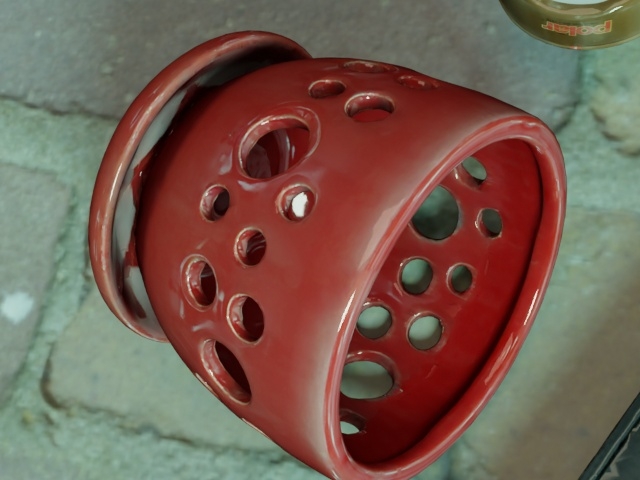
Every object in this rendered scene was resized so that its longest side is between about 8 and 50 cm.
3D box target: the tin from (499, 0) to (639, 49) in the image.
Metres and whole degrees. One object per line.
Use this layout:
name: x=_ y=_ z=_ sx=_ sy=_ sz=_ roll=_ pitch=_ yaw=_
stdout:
tin: x=0.152 y=-0.193 z=0.733 sx=0.106 sy=0.040 sz=0.189 roll=5 pitch=67 yaw=21

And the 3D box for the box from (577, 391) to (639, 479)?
box: x=0.251 y=0.167 z=0.575 sx=0.295 sy=0.073 sz=0.293 roll=33 pitch=76 yaw=26

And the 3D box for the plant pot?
plant pot: x=0.000 y=0.000 z=0.655 sx=0.174 sy=0.191 sz=0.191 roll=27 pitch=74 yaw=33
